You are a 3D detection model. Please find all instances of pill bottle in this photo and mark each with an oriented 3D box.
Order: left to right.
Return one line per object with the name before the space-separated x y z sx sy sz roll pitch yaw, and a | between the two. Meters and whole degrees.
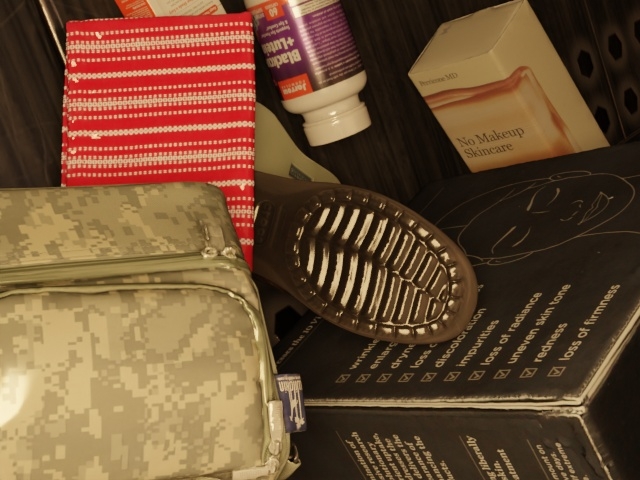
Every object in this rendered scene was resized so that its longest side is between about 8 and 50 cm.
pill bottle | -0.009 -0.215 1.257 0.108 0.108 0.193 -32 106 -41

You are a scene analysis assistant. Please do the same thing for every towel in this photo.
towel | -0.164 -0.093 1.060 0.031 0.199 0.274 61 28 -82

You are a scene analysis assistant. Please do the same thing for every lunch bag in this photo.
lunch bag | -0.188 0.106 0.872 0.305 0.212 0.256 -2 53 -23

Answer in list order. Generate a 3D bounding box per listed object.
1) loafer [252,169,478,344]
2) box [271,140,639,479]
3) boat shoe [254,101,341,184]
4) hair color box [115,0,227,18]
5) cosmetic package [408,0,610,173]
loafer | 0.000 0.000 1.096 0.133 0.366 0.130 -68 157 3
box | 0.240 0.136 1.199 0.480 0.472 0.297 -45 116 -37
boat shoe | -0.066 -0.083 1.205 0.227 0.081 0.079 39 59 -42
hair color box | -0.155 -0.241 1.160 0.093 0.053 0.167 -44 113 -39
cosmetic package | 0.275 -0.171 1.492 0.296 0.153 0.129 52 53 -25
